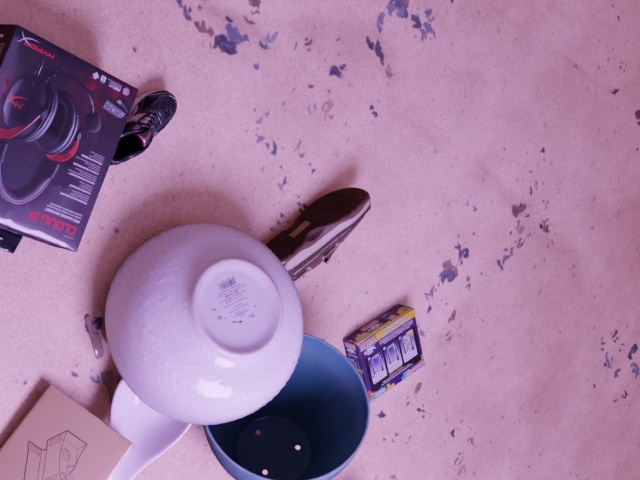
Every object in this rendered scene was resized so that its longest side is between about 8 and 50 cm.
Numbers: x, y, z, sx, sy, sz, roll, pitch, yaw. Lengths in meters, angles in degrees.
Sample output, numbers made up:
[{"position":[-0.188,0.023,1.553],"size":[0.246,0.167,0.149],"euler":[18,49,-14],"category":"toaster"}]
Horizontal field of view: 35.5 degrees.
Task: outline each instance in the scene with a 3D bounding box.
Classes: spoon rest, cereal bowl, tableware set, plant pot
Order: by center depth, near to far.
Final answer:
[{"position":[-0.165,0.124,1.615],"size":[0.338,0.141,0.339],"euler":[11,69,-30],"category":"cereal bowl"},{"position":[-0.302,0.327,1.623],"size":[0.137,0.084,0.276],"euler":[29,89,-13],"category":"spoon rest"},{"position":[-0.304,0.188,1.658],"size":[0.128,0.039,0.194],"euler":[-27,116,-36],"category":"tableware set"},{"position":[-0.073,0.334,1.775],"size":[0.290,0.290,0.195],"euler":[-36,157,-32],"category":"plant pot"}]

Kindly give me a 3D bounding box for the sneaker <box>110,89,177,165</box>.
[{"position":[-0.284,-0.168,1.572],"size":[0.178,0.077,0.072],"euler":[-48,128,-25],"category":"sneaker"}]

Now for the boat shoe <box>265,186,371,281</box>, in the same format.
[{"position":[-0.006,-0.003,1.867],"size":[0.257,0.095,0.095],"euler":[-35,135,-25],"category":"boat shoe"}]

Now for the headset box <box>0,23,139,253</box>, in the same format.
[{"position":[-0.420,-0.130,1.432],"size":[0.218,0.110,0.293],"euler":[26,81,-43],"category":"headset box"}]

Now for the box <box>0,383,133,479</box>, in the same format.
[{"position":[-0.414,0.351,1.546],"size":[0.164,0.021,0.201],"euler":[38,74,-8],"category":"box"}]

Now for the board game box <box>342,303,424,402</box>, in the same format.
[{"position":[0.132,0.231,2.062],"size":[0.170,0.048,0.141],"euler":[-28,115,-35],"category":"board game box"}]
